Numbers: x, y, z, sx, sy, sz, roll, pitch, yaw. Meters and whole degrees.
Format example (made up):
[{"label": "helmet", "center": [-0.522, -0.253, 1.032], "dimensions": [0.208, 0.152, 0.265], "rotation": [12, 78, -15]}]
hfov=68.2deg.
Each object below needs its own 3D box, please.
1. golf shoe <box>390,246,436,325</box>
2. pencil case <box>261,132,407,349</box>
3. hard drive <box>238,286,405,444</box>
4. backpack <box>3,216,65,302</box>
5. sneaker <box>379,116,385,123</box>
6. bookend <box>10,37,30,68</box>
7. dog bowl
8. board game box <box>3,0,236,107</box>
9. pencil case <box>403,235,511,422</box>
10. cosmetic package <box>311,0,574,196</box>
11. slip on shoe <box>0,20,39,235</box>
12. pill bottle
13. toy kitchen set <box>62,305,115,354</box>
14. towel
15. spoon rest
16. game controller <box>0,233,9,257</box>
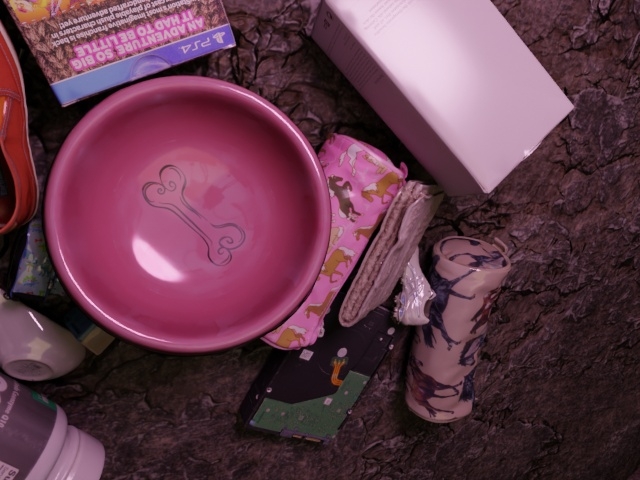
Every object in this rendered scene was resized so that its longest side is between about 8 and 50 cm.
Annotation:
[{"label": "golf shoe", "center": [0.199, 0.091, 0.984], "dimensions": [0.085, 0.069, 0.177], "rotation": [9, 80, 4]}, {"label": "pencil case", "center": [0.000, 0.000, 0.839], "dimensions": [0.167, 0.160, 0.386], "rotation": [25, 98, -35]}, {"label": "hard drive", "center": [0.008, 0.266, 1.007], "dimensions": [0.236, 0.064, 0.339], "rotation": [25, 98, -30]}, {"label": "backpack", "center": [-0.409, 0.024, 0.698], "dimensions": [0.084, 0.105, 0.115], "rotation": [12, 98, -36]}, {"label": "sneaker", "center": [0.233, -0.283, 0.873], "dimensions": [0.269, 0.090, 0.145], "rotation": [-4, 103, -18]}, {"label": "bookend", "center": [-0.430, -0.273, 0.583], "dimensions": [0.157, 0.072, 0.156], "rotation": [28, 97, -31]}, {"label": "dog bowl", "center": [-0.165, -0.032, 0.638], "dimensions": [0.407, 0.150, 0.409], "rotation": [0, 91, -14]}, {"label": "board game box", "center": [-0.274, -0.350, 0.581], "dimensions": [0.231, 0.141, 0.291], "rotation": [-25, 119, -13]}, {"label": "pencil case", "center": [0.301, 0.194, 1.054], "dimensions": [0.183, 0.160, 0.411], "rotation": [-6, 114, -32]}, {"label": "cosmetic package", "center": [0.180, -0.265, 0.737], "dimensions": [0.197, 0.155, 0.366], "rotation": [-42, 99, -5]}, {"label": "slip on shoe", "center": [-0.411, -0.151, 0.543], "dimensions": [0.122, 0.101, 0.332], "rotation": [-6, 119, -15]}, {"label": "pill bottle", "center": [-0.524, 0.301, 0.700], "dimensions": [0.204, 0.204, 0.361], "rotation": [-42, 121, -3]}, {"label": "toy kitchen set", "center": [-0.347, 0.035, 0.744], "dimensions": [0.207, 0.122, 0.166], "rotation": [-50, 123, -22]}, {"label": "towel", "center": [0.136, 0.019, 0.862], "dimensions": [0.187, 0.049, 0.283], "rotation": [-15, 133, -61]}, {"label": "spoon rest", "center": [-0.475, 0.132, 0.710], "dimensions": [0.137, 0.084, 0.276], "rotation": [-18, 138, 9]}, {"label": "game controller", "center": [-0.599, -0.017, 0.616], "dimensions": [0.318, 0.067, 0.167], "rotation": [-14, 116, -19]}]
